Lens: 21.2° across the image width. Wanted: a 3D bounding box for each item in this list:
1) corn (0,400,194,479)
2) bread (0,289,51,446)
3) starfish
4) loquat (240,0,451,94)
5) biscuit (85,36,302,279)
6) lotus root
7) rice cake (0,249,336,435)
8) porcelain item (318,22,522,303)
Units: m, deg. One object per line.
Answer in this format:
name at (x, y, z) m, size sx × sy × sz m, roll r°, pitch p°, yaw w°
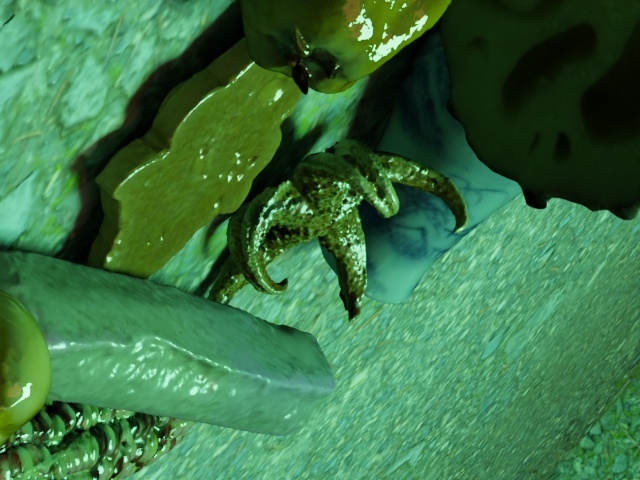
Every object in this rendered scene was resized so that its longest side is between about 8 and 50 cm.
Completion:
corn at (-0.162, 0.119, 1.046) m, size 0.092 × 0.092 × 0.280 m, roll -58°, pitch 165°, yaw 19°
bread at (-0.255, 0.112, 0.710) m, size 0.311 × 0.121 × 0.173 m, roll -38°, pitch 179°, yaw -19°
starfish at (-0.001, 0.002, 1.185) m, size 0.190 × 0.074 × 0.146 m, roll -36°, pitch 153°, yaw 19°
loquat at (0.013, -0.143, 0.915) m, size 0.137 × 0.113 × 0.137 m, roll -57°, pitch 166°, yaw -23°
biscuit at (-0.067, -0.057, 1.009) m, size 0.250 × 0.035 × 0.162 m, roll -49°, pitch 166°, yaw 4°
lotus root at (0.220, -0.180, 1.064) m, size 0.250 × 0.316 × 0.316 m, roll -16°, pitch 141°, yaw -49°
rice cake at (-0.094, 0.071, 1.036) m, size 0.064 × 0.070 × 0.399 m, roll -41°, pitch 157°, yaw 13°
porcelain item at (0.104, -0.070, 1.252) m, size 0.259 × 0.141 × 0.141 m, roll -53°, pitch 163°, yaw 28°
